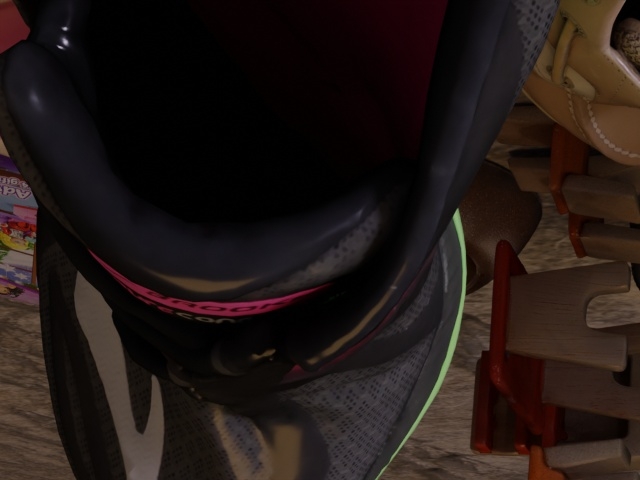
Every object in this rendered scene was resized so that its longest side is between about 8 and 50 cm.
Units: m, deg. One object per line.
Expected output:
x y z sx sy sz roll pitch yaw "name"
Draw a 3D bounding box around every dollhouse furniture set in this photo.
0.135 0.078 0.957 0.135 0.262 0.259 0 160 18 "dollhouse furniture set"

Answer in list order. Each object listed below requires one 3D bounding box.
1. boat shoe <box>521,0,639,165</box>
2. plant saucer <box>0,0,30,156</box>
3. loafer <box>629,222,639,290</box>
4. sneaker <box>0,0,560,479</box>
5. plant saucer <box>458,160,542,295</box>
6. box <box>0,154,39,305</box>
0.134 -0.094 0.611 0.122 0.110 0.341 -28 156 5 "boat shoe"
-0.072 -0.104 0.711 0.332 0.084 0.332 1 163 0 "plant saucer"
0.283 0.034 1.111 0.078 0.080 0.220 -6 161 25 "loafer"
-0.033 -0.034 0.481 0.185 0.202 0.482 25 135 12 "sneaker"
0.000 0.000 1.095 0.311 0.050 0.310 2 161 1 "plant saucer"
-0.134 -0.010 0.952 0.293 0.057 0.201 14 156 -6 "box"
